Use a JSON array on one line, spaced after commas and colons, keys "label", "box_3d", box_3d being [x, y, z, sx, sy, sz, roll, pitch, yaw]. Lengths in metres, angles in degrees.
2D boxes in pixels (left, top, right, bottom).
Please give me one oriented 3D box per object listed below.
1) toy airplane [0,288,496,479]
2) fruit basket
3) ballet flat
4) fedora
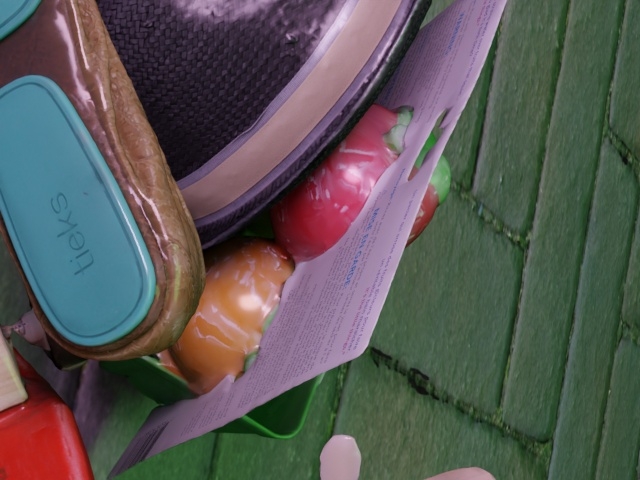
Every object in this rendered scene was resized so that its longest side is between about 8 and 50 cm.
[{"label": "toy airplane", "box_3d": [-0.131, 0.230, 0.895, 0.384, 0.386, 0.272, -60, 151, -42]}, {"label": "fruit basket", "box_3d": [0.000, 0.000, 1.161, 0.165, 0.353, 0.327, 37, 55, -21]}, {"label": "ballet flat", "box_3d": [-0.149, -0.096, 0.912, 0.342, 0.116, 0.124, 62, 16, 7]}, {"label": "fedora", "box_3d": [-0.073, -0.152, 1.100, 0.152, 0.334, 0.334, 35, 60, -27]}]
